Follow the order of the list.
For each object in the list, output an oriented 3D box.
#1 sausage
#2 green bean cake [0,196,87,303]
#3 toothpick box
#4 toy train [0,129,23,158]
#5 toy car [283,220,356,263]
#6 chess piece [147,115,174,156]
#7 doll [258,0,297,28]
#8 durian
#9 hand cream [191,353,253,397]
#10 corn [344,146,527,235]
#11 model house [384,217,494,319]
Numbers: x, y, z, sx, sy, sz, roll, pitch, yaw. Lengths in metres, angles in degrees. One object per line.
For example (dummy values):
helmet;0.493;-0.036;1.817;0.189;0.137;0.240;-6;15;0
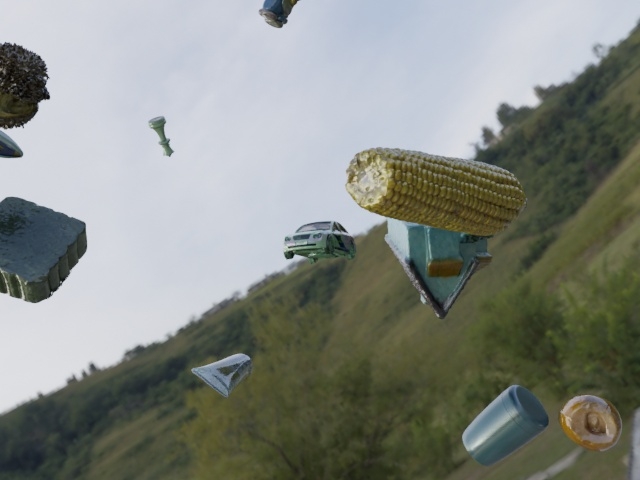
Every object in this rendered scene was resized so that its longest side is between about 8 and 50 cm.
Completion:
sausage;0.598;0.400;1.937;0.354;0.134;0.116;34;-114;-73
green bean cake;-0.548;0.019;1.616;0.183;0.184;0.094;-61;-18;-45
toothpick box;0.412;0.424;1.964;0.184;0.120;0.120;-48;-19;24
toy train;-0.661;-0.210;1.576;0.055;0.251;0.048;-60;13;13
toy car;0.000;0.000;1.647;0.090;0.076;0.224;-6;-7;18
chess piece;-0.354;-0.230;1.954;0.042;0.093;0.042;-15;26;7
doll;-0.067;-0.507;1.754;0.152;0.085;0.114;-61;-22;-6
durian;-0.649;-0.332;1.809;0.167;0.196;0.196;35;-65;-30
hand cream;-0.142;0.204;1.337;0.042;0.067;0.194;-50;-8;6
corn;0.222;-0.087;1.603;0.387;0.144;0.144;4;-38;-35
model house;0.283;0.049;1.991;0.229;0.249;0.280;-7;16;-4
